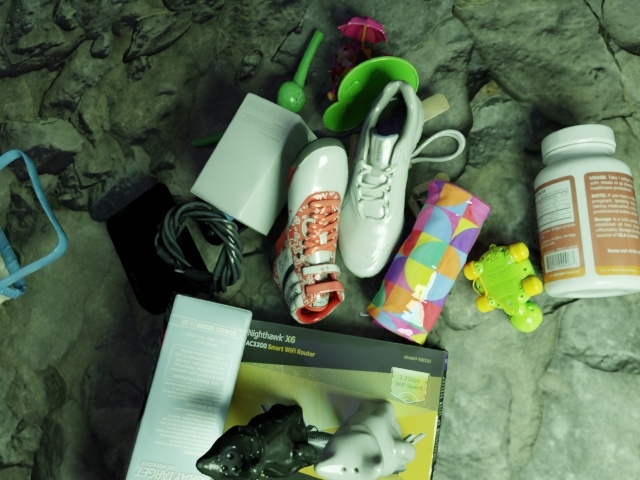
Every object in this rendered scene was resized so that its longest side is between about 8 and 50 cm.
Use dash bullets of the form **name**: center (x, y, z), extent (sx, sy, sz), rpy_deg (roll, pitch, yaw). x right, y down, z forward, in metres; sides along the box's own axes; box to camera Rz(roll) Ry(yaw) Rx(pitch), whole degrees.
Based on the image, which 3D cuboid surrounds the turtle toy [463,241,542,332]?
- **turtle toy**: center (0.266, 0.066, 0.738), extent (0.095, 0.066, 0.130), rpy_deg (-28, 72, 35)

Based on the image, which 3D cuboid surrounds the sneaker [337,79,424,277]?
- **sneaker**: center (0.079, -0.093, 0.770), extent (0.110, 0.129, 0.298), rpy_deg (9, 88, 11)

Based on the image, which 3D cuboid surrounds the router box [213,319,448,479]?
- **router box**: center (0.017, 0.257, 0.767), extent (0.308, 0.081, 0.243), rpy_deg (5, 79, 19)

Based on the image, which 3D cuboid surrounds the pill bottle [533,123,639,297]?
- **pill bottle**: center (0.353, -0.036, 0.704), extent (0.121, 0.121, 0.216), rpy_deg (-4, 77, 17)

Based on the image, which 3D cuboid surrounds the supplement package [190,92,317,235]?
- **supplement package**: center (-0.099, -0.117, 0.830), extent (0.105, 0.105, 0.179), rpy_deg (29, 86, 22)

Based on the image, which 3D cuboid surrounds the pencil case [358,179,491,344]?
- **pencil case**: center (0.150, 0.032, 0.760), extent (0.104, 0.104, 0.237), rpy_deg (29, 91, 21)

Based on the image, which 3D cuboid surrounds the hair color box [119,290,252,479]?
- **hair color box**: center (-0.211, 0.270, 0.770), extent (0.113, 0.185, 0.375), rpy_deg (15, 81, -15)

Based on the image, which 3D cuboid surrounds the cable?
- **cable**: center (-0.184, 0.016, 0.809), extent (0.184, 0.047, 0.151), rpy_deg (-29, 95, 44)

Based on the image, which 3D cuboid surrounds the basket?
- **basket**: center (-0.631, -0.009, 0.972), extent (0.288, 0.201, 0.255), rpy_deg (-33, 66, 1)

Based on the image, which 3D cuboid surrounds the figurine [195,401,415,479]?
- **figurine**: center (-0.008, 0.245, 0.620), extent (0.214, 0.209, 0.093), rpy_deg (-7, 76, 16)

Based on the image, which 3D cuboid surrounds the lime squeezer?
- **lime squeezer**: center (-0.097, -0.244, 0.930), extent (0.310, 0.059, 0.110), rpy_deg (-40, 70, 7)

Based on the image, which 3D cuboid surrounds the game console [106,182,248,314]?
- **game console**: center (-0.200, -0.045, 0.925), extent (0.361, 0.044, 0.213), rpy_deg (-34, 70, 7)

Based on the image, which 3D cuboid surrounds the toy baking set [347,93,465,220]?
- **toy baking set**: center (0.128, -0.104, 0.843), extent (0.196, 0.030, 0.257), rpy_deg (2, 85, 12)

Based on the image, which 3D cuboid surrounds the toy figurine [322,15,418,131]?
- **toy figurine**: center (0.063, -0.291, 0.878), extent (0.173, 0.130, 0.159), rpy_deg (-33, 54, 34)

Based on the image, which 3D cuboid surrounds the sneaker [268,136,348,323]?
- **sneaker**: center (0.001, 0.000, 0.746), extent (0.145, 0.090, 0.270), rpy_deg (63, 145, 38)
